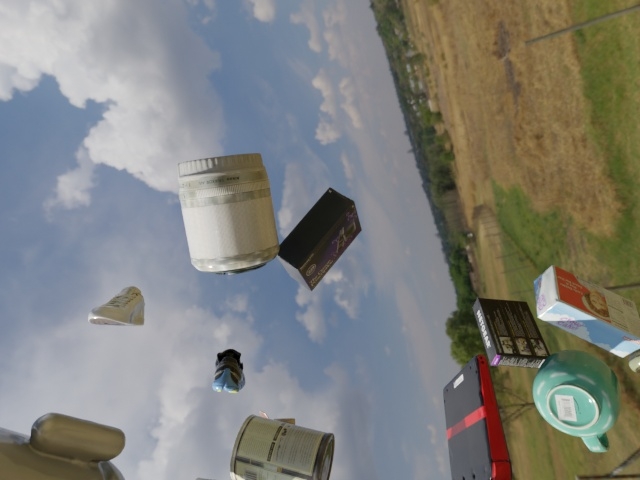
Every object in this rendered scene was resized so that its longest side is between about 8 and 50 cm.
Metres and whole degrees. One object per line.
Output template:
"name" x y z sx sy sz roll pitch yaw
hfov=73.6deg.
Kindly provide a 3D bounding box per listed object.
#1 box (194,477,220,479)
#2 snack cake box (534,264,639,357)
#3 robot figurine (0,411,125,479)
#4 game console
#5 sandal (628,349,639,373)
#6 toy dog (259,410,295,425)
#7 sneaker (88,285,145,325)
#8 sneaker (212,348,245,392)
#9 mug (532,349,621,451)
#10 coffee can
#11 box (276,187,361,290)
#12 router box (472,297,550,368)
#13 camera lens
"box" -0.324 0.803 1.214 0.103 0.114 0.202 51 -139 -81
"snack cake box" 0.749 0.196 1.201 0.152 0.265 0.089 -64 -1 -46
"robot figurine" -0.388 0.355 0.532 0.300 0.200 0.353 -48 -44 -13
"game console" 0.453 0.563 1.278 0.386 0.060 0.341 93 -178 -56
"sandal" 0.796 0.258 0.843 0.120 0.303 0.086 48 -139 -36
"toy dog" -0.200 0.757 1.624 0.333 0.161 0.220 112 161 -47
"sneaker" -0.598 0.191 1.269 0.290 0.106 0.122 121 152 -77
"sneaker" -0.180 0.259 0.866 0.188 0.067 0.078 127 153 -74
"mug" 0.446 0.273 0.728 0.158 0.129 0.097 40 -153 25
"coffee can" -0.112 0.677 1.337 0.201 0.276 0.201 7 -90 -75
"box" 0.000 0.000 1.291 0.261 0.103 0.184 -50 -29 -13
"router box" 0.468 0.225 1.060 0.178 0.133 0.046 -87 3 -50
"camera lens" -0.223 -0.064 1.054 0.219 0.220 0.274 -37 -59 -72
